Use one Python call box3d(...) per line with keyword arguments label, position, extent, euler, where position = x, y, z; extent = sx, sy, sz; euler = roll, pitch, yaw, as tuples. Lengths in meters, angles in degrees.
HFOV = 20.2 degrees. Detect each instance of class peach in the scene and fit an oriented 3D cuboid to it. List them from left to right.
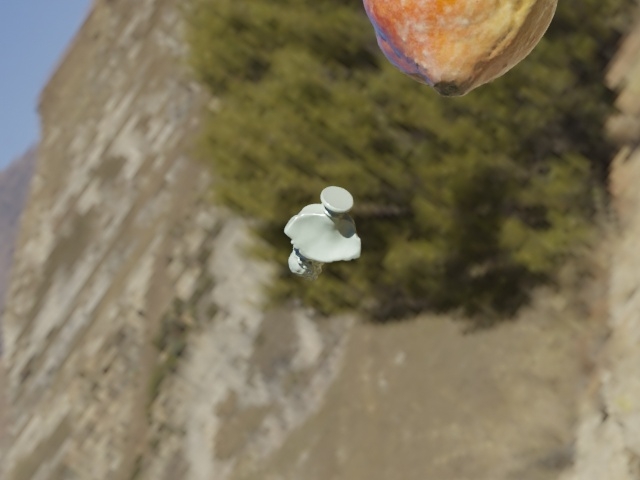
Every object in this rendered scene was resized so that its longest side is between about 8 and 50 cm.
box3d(label="peach", position=(0.143, -0.248, 1.804), extent=(0.232, 0.232, 0.232), euler=(-54, 3, 5))

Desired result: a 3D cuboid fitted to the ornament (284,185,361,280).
box3d(label="ornament", position=(0.000, -0.003, 1.569), extent=(0.092, 0.068, 0.041), euler=(-36, 33, 28))
